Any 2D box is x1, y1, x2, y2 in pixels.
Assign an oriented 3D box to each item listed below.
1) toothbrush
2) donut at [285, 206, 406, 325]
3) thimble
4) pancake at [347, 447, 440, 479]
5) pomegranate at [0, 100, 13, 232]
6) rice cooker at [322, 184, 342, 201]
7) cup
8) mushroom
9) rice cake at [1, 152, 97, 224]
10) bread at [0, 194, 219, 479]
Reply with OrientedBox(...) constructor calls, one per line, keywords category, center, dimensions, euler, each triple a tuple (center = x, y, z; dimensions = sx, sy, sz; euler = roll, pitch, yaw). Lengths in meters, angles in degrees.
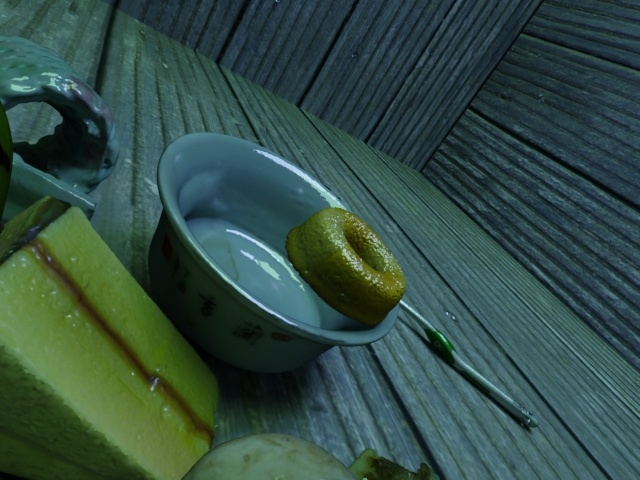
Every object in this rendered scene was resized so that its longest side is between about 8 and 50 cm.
OrientedBox(category="toothbrush", center=(0.247, 0.209, 0.888), dimensions=(0.418, 0.042, 0.040), euler=(39, 61, 14))
OrientedBox(category="donut", center=(0.035, 0.023, 0.521), dimensions=(0.151, 0.058, 0.152), euler=(33, 28, -21))
OrientedBox(category="thimble", center=(-0.380, -0.142, 0.566), dimensions=(0.211, 0.185, 0.149), euler=(-28, 55, -29))
OrientedBox(category="pancake", center=(0.117, 0.366, 0.355), dimensions=(0.304, 0.067, 0.427), euler=(24, 20, -43))
OrientedBox(category="pomegranate", center=(-0.299, -0.067, 0.243), dimensions=(0.248, 0.202, 0.202), euler=(42, 11, -41))
OrientedBox(category="rice cooker", center=(0.000, -0.001, 0.811), dimensions=(0.142, 0.118, 0.203), euler=(108, -38, -72))
OrientedBox(category="cup", center=(-0.079, 0.033, 0.596), dimensions=(0.347, 0.163, 0.347), euler=(31, 29, -20))
OrientedBox(category="mushroom", center=(-0.038, 0.222, 0.313), dimensions=(0.166, 0.166, 0.127), euler=(48, -18, 33))
OrientedBox(category="rice cake", center=(-0.356, -0.049, 0.461), dimensions=(0.237, 0.127, 0.043), euler=(27, 10, -10))
OrientedBox(category="bread", center=(-0.228, 0.125, 0.386), dimensions=(0.264, 0.163, 0.168), euler=(60, 10, -24))
